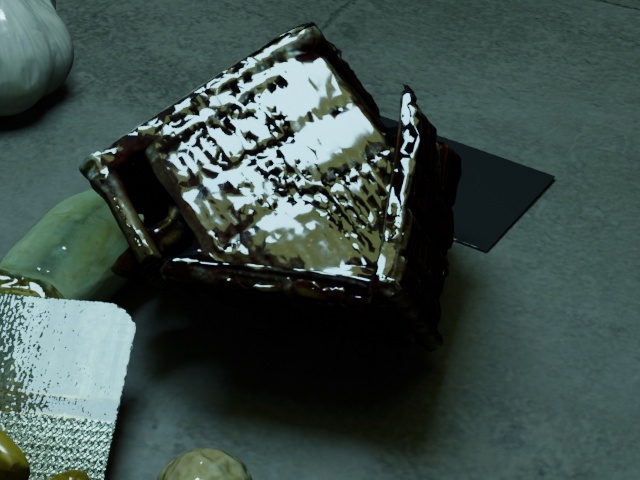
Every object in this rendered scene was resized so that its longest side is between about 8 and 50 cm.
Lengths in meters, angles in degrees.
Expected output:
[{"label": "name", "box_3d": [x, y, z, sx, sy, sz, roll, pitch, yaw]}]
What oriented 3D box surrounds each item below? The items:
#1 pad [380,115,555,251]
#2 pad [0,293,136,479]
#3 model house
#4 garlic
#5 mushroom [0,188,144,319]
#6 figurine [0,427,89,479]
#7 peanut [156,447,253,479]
[{"label": "pad", "box_3d": [0.107, -0.070, 1.522, 0.245, 0.006, 0.170, 21, 41, 24]}, {"label": "pad", "box_3d": [-0.323, 0.127, 1.109, 0.323, 0.055, 0.250, 16, 55, -12]}, {"label": "model house", "box_3d": [0.000, 0.000, 1.276, 0.297, 0.317, 0.282, -42, 70, -1]}, {"label": "garlic", "box_3d": [-0.346, -0.218, 1.570, 0.143, 0.178, 0.229, 27, 48, -4]}, {"label": "mushroom", "box_3d": [-0.209, 0.001, 1.335, 0.107, 0.087, 0.333, 30, 39, 9]}, {"label": "figurine", "box_3d": [-0.256, 0.186, 0.831, 0.401, 0.387, 0.268, 16, 52, 11]}, {"label": "peanut", "box_3d": [-0.056, 0.228, 1.029, 0.104, 0.085, 0.228, -29, 42, -25]}]
